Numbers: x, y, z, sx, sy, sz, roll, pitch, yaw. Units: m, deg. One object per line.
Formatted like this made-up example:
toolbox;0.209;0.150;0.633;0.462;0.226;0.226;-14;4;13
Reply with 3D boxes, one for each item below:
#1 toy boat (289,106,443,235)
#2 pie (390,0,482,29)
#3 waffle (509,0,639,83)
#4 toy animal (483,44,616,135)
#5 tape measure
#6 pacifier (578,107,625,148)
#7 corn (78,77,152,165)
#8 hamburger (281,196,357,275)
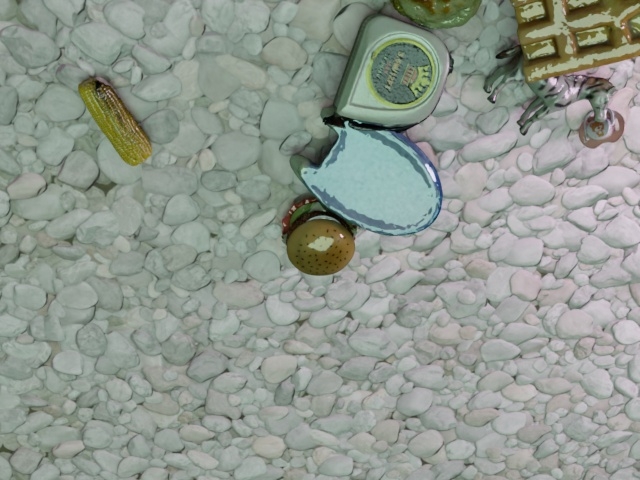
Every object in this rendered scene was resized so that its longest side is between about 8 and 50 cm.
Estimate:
toy boat;0.105;-0.139;2.017;0.330;0.123;0.215;28;105;-11
pie;0.220;-0.504;1.767;0.201;0.090;0.247;9;120;-6
waffle;0.480;-0.471;1.716;0.304;0.077;0.348;-12;111;18
toy animal;0.445;-0.288;1.939;0.255;0.089;0.170;20;117;-19
tape measure;0.139;-0.302;1.872;0.207;0.115;0.235;17;105;-13
pacifier;0.586;-0.231;2.005;0.099;0.081;0.078;-16;162;36
corn;-0.406;-0.235;1.926;0.072;0.072;0.203;-24;122;13
hamburger;-0.002;-0.002;2.074;0.175;0.137;0.175;-1;122;-2
